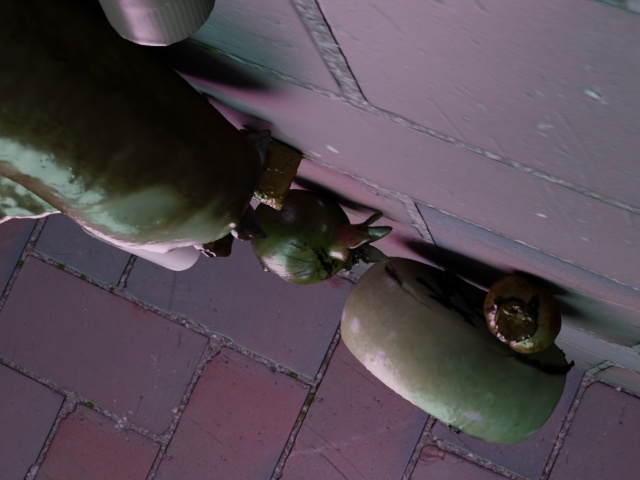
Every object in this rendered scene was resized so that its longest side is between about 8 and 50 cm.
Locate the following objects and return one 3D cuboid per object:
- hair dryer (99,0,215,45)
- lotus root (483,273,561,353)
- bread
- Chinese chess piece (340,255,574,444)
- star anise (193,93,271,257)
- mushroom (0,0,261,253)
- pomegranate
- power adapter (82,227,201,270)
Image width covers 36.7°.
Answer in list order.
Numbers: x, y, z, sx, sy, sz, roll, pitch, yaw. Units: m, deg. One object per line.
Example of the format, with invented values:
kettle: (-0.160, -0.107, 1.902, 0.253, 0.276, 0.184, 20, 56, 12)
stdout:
hair dryer: (0.007, -0.117, 0.322, 0.221, 0.053, 0.195, 14, 163, 6)
lotus root: (0.270, 0.094, 1.302, 0.108, 0.095, 0.191, 63, -170, 2)
bread: (-0.068, -0.080, 1.099, 0.083, 0.070, 0.077, 22, 177, -1)
Chinese chess piece: (0.203, 0.155, 1.459, 0.349, 0.146, 0.349, 28, -168, -7)
star anise: (-0.152, -0.066, 1.041, 0.197, 0.073, 0.212, 12, 131, 8)
mushroom: (-0.248, -0.136, 0.812, 0.398, 0.224, 0.313, 8, 145, 8)
pomegranate: (0.000, 0.000, 1.322, 0.191, 0.130, 0.152, 10, 178, 26)
power adapter: (-0.253, -0.071, 1.430, 0.124, 0.187, 0.255, 22, 174, 20)
